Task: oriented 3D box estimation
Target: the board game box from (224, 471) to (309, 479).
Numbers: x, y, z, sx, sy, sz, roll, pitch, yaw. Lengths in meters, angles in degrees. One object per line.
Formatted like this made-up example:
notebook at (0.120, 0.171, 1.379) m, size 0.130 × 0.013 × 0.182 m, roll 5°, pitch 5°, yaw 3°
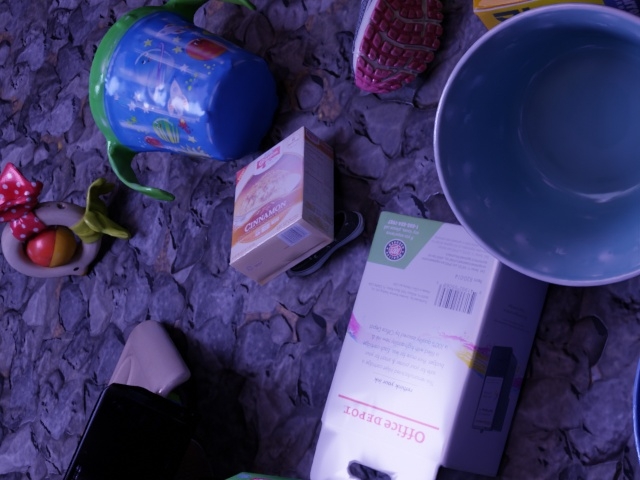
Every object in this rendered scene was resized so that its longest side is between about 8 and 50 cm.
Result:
board game box at (-0.013, 0.453, 1.530) m, size 0.213 × 0.046 × 0.317 m, roll -4°, pitch 97°, yaw 41°

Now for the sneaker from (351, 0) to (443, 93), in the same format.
sneaker at (0.110, -0.343, 1.734) m, size 0.112 × 0.120 × 0.299 m, roll -1°, pitch 67°, yaw 57°

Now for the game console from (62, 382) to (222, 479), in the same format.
game console at (-0.159, 0.346, 1.638) m, size 0.361 × 0.044 × 0.213 m, roll 24°, pitch 93°, yaw 2°

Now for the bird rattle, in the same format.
bird rattle at (-0.444, -0.011, 2.041) m, size 0.143 × 0.253 × 0.207 m, roll 60°, pitch 140°, yaw 37°

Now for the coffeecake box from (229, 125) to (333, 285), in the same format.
coffeecake box at (-0.053, -0.050, 1.770) m, size 0.142 × 0.068 × 0.186 m, roll -33°, pitch 38°, yaw 30°

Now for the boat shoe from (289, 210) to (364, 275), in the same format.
boat shoe at (0.000, 0.000, 1.758) m, size 0.142 × 0.040 × 0.049 m, roll -38°, pitch 54°, yaw 27°

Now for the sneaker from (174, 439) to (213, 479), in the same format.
sneaker at (-0.220, 0.430, 1.765) m, size 0.123 × 0.106 × 0.290 m, roll -16°, pitch 67°, yaw 35°

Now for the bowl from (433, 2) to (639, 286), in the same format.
bowl at (0.298, -0.120, 1.394) m, size 0.311 × 0.163 × 0.312 m, roll 7°, pitch 110°, yaw 20°

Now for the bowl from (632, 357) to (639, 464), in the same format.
bowl at (0.501, 0.169, 1.220) m, size 0.391 × 0.077 × 0.391 m, roll -16°, pitch 65°, yaw 38°

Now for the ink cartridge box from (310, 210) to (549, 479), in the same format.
ink cartridge box at (0.134, 0.159, 1.526) m, size 0.207 × 0.119 × 0.354 m, roll 13°, pitch 85°, yaw 44°

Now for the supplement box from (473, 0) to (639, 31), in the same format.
supplement box at (0.299, -0.408, 1.490) m, size 0.195 × 0.194 × 0.357 m, roll -8°, pitch 70°, yaw 25°

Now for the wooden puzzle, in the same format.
wooden puzzle at (-0.290, 0.310, 1.828) m, size 0.348 × 0.080 × 0.322 m, roll -62°, pitch 19°, yaw 2°

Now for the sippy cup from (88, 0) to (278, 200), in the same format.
sippy cup at (-0.196, -0.225, 1.903) m, size 0.224 × 0.240 × 0.306 m, roll 21°, pitch 122°, yaw 34°
